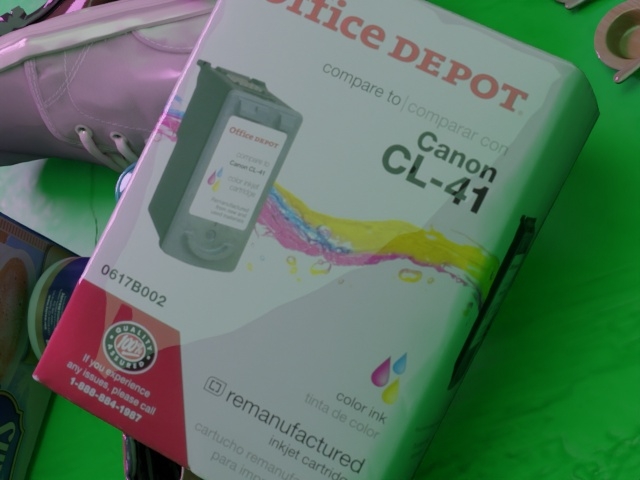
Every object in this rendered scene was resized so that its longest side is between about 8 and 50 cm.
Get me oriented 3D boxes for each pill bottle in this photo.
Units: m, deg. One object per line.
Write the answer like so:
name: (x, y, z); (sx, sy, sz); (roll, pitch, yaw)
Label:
pill bottle: (-0.124, 0.061, 0.932); (0.169, 0.094, 0.094); (2, 71, 31)

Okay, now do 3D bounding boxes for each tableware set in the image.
tableware set: (0.232, -0.187, 0.872); (0.141, 0.020, 0.169); (-34, 56, 14)

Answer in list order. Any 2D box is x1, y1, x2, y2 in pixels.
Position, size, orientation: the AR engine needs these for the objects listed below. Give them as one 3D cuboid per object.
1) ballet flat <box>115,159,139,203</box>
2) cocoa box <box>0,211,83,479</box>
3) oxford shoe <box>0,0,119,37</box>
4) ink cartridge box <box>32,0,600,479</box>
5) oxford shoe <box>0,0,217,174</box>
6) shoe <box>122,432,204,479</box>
ballet flat: (-0.025, -0.011, 0.902); (0.247, 0.087, 0.083); (8, 86, 20)
cocoa box: (-0.371, 0.128, 0.968); (0.231, 0.228, 0.347); (6, 72, 32)
oxford shoe: (-0.195, -0.183, 1.103); (0.227, 0.083, 0.096); (-31, 75, 17)
ink cartridge box: (0.000, 0.000, 0.772); (0.226, 0.131, 0.306); (26, 94, 15)
oxford shoe: (-0.126, -0.104, 0.973); (0.449, 0.169, 0.130); (-11, 78, 25)
shoe: (-0.084, 0.195, 0.857); (0.063, 0.081, 0.178); (-32, 56, 16)
